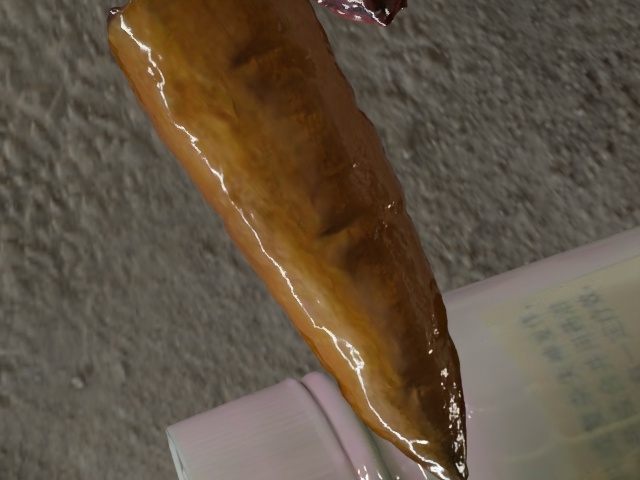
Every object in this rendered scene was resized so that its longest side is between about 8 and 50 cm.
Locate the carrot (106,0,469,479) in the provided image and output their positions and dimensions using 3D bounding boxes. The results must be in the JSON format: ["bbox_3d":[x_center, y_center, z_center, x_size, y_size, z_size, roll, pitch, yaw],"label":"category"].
[{"bbox_3d":[0.000,0.000,0.491,0.072,0.072,0.205,-27,95,2],"label":"carrot"}]

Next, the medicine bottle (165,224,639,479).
[{"bbox_3d":[0.133,0.110,0.678,0.378,0.213,0.214,-18,118,-10],"label":"medicine bottle"}]

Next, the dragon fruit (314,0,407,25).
[{"bbox_3d":[-0.017,-0.393,1.482,0.317,0.152,0.205,52,53,-36],"label":"dragon fruit"}]
